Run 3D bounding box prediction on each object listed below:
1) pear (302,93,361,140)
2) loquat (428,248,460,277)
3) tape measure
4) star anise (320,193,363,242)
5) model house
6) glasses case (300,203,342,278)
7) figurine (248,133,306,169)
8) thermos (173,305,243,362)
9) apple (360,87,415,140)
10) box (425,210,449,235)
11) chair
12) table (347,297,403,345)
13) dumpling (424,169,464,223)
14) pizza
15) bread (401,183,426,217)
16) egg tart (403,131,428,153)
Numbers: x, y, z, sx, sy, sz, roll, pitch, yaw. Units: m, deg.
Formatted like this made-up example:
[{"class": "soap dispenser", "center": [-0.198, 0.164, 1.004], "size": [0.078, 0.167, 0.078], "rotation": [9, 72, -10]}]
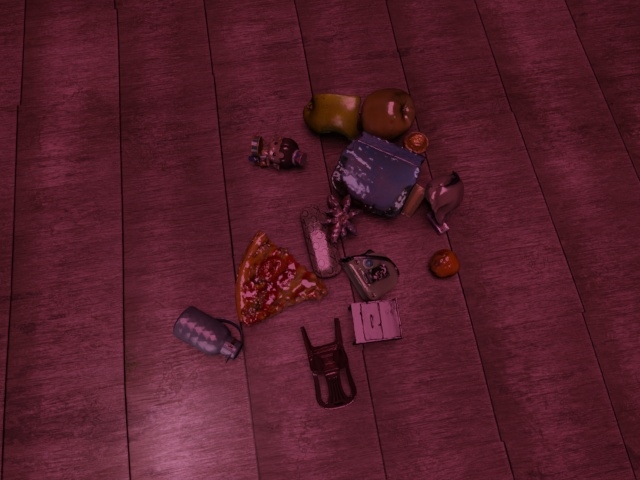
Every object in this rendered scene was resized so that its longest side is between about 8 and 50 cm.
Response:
[{"class": "pear", "center": [0.051, -0.589, 2.032], "size": [0.282, 0.286, 0.176], "rotation": [10, 93, 2]}, {"class": "loquat", "center": [0.556, 0.107, 1.904], "size": [0.138, 0.113, 0.137], "rotation": [-1, 99, -4]}, {"class": "tape measure", "center": [0.228, 0.131, 1.869], "size": [0.207, 0.115, 0.235], "rotation": [-30, 84, -15]}, {"class": "star anise", "center": [0.090, -0.094, 1.893], "size": [0.229, 0.093, 0.236], "rotation": [38, 69, -20]}, {"class": "model house", "center": [0.279, -0.345, 1.975], "size": [0.361, 0.297, 0.339], "rotation": [24, 38, 7]}, {"class": "glasses case", "center": [0.000, 0.000, 1.937], "size": [0.137, 0.085, 0.354], "rotation": [-12, 75, -6]}, {"class": "figurine", "center": [-0.201, -0.424, 2.026], "size": [0.276, 0.158, 0.160], "rotation": [5, 83, 2]}, {"class": "thermos", "center": [-0.460, 0.394, 1.798], "size": [0.287, 0.144, 0.182], "rotation": [27, 42, 5]}, {"class": "apple", "center": [0.321, -0.607, 2.034], "size": [0.263, 0.262, 0.262], "rotation": [0, 73, 0]}, {"class": "box", "center": [0.548, -0.084, 1.994], "size": [0.051, 0.036, 0.117], "rotation": [-30, 77, -9]}, {"class": "chair", "center": [0.039, 0.520, 1.771], "size": [0.176, 0.183, 0.326], "rotation": [-12, 119, -5]}, {"class": "table", "center": [0.227, 0.346, 1.791], "size": [0.193, 0.172, 0.168], "rotation": [-6, 74, -3]}, {"class": "dumpling", "center": [0.582, -0.202, 1.923], "size": [0.293, 0.163, 0.204], "rotation": [-28, 88, -50]}, {"class": "pizza", "center": [-0.168, 0.168, 1.860], "size": [0.407, 0.130, 0.439], "rotation": [4, 73, 8]}, {"class": "bread", "center": [0.436, -0.186, 1.998], "size": [0.074, 0.084, 0.139], "rotation": [34, 77, 8]}, {"class": "egg tart", "center": [0.478, -0.492, 2.109], "size": [0.129, 0.049, 0.128], "rotation": [0, 72, 0]}]
